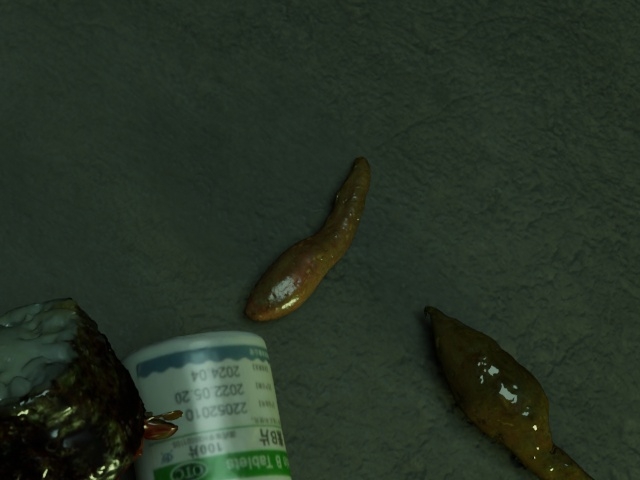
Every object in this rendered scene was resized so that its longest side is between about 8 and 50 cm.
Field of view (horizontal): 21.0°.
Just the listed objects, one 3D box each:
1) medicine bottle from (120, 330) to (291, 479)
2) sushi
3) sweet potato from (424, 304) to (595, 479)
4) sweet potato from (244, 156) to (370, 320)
[{"bbox_3d":[-0.094,0.206,1.507,0.139,0.139,0.236,-5,73,-20],"label":"medicine bottle"},{"bbox_3d":[-0.286,0.171,1.395,0.343,0.196,0.182,-20,123,5],"label":"sushi"},{"bbox_3d":[0.188,0.168,1.649,0.075,0.075,0.269,-42,92,-25],"label":"sweet potato"},{"bbox_3d":[0.001,0.000,1.658,0.050,0.050,0.214,40,61,-3],"label":"sweet potato"}]
